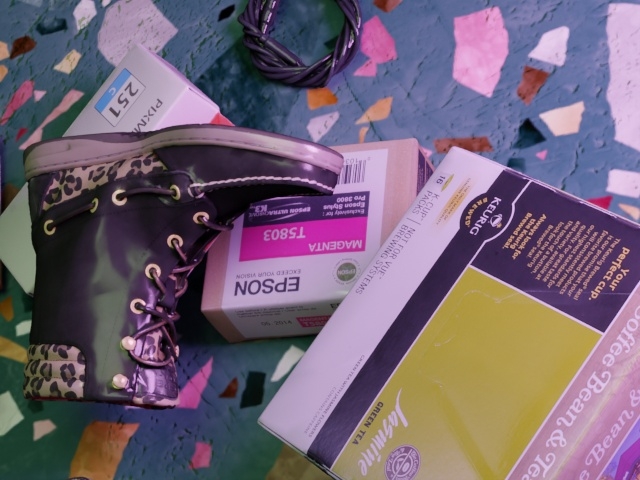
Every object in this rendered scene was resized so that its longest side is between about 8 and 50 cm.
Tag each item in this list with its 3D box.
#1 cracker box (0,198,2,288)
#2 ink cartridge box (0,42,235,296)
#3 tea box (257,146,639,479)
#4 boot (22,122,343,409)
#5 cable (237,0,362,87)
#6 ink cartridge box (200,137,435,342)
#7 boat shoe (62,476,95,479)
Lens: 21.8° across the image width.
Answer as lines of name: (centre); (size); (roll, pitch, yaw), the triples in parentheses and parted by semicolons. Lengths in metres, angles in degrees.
cracker box: (-0.466, -0.031, 1.999); (0.156, 0.067, 0.232); (-18, 59, 18)
ink cartridge box: (-0.220, -0.045, 1.852); (0.296, 0.066, 0.261); (-52, 44, 4)
tea box: (0.185, 0.139, 1.512); (0.323, 0.220, 0.329); (29, 81, 47)
boot: (-0.155, 0.030, 1.702); (0.377, 0.138, 0.284); (-1, 79, 26)
cable: (-0.023, -0.256, 1.959); (0.151, 0.047, 0.184); (-21, 58, 10)
ink cartridge box: (0.000, 0.000, 1.788); (0.235, 0.088, 0.193); (-5, 61, 19)
boat shoe: (-0.334, 0.318, 1.758); (0.224, 0.073, 0.080); (-31, 56, 4)
